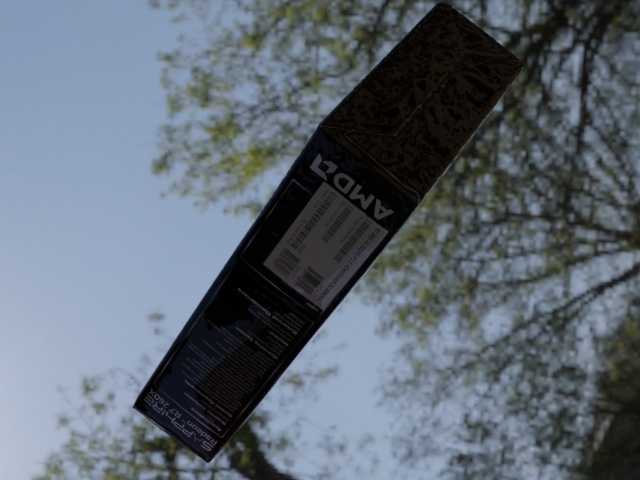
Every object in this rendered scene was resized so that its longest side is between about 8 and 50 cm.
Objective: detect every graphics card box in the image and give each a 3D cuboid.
[{"bbox_3d":[0.000,0.000,0.987,0.233,0.094,0.371,-49,-4,-49],"label":"graphics card box"}]
